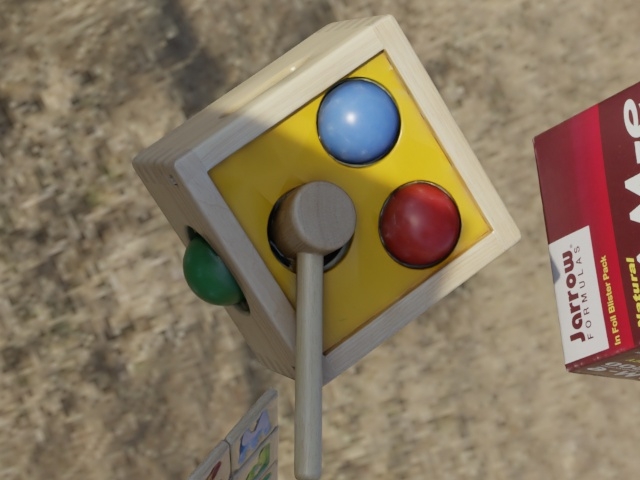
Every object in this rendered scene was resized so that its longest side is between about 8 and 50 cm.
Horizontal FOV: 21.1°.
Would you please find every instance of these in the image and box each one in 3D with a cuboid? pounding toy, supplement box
[{"bbox_3d":[0.000,0.000,0.704,0.141,0.100,0.130,-36,104,-15],"label":"pounding toy"},{"bbox_3d":[0.209,-0.027,0.785,0.073,0.239,0.130,9,66,-35],"label":"supplement box"}]

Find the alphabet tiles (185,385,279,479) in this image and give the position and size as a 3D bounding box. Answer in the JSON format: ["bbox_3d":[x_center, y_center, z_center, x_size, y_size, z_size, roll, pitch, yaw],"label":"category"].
[{"bbox_3d":[-0.097,0.208,0.924,0.237,0.009,0.198,-48,160,-27],"label":"alphabet tiles"}]
